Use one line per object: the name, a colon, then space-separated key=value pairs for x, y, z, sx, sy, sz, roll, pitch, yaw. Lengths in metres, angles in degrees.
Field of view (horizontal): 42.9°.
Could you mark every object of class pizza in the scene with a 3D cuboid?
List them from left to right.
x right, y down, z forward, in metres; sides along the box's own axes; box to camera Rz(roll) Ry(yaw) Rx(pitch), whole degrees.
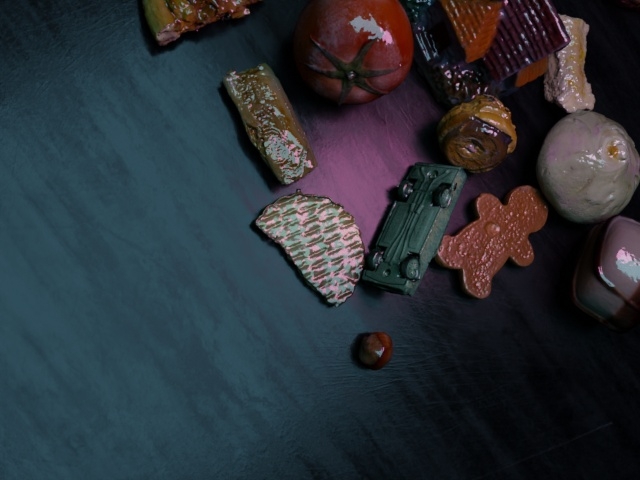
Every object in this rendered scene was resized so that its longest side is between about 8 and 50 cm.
pizza: x=-0.242 y=-0.588 z=1.763 sx=0.277 sy=0.114 sz=0.409 roll=31 pitch=78 yaw=-6

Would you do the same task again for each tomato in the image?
tomato: x=0.071 y=-0.433 z=1.763 sx=0.264 sy=0.265 sz=0.265 roll=2 pitch=83 yaw=-17

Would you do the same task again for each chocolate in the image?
chocolate: x=0.693 y=0.059 z=1.901 sx=0.186 sy=0.283 sz=0.284 roll=34 pitch=75 yaw=3

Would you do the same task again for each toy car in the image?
toy car: x=0.216 y=-0.025 z=1.820 sx=0.097 sy=0.141 sz=0.321 roll=39 pitch=71 yaw=-44

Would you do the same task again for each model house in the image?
model house: x=0.396 y=-0.503 z=1.826 sx=0.297 sy=0.339 sz=0.360 roll=-26 pitch=92 yaw=-20

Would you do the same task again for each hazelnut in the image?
hazelnut: x=0.124 y=0.244 z=1.795 sx=0.086 sy=0.086 sz=0.087 roll=2 pitch=83 yaw=-17

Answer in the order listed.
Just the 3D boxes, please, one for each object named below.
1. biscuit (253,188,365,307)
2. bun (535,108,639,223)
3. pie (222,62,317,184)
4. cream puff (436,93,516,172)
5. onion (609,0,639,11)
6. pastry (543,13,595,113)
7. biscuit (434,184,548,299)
biscuit: x=0.000 y=0.000 z=1.801 sx=0.187 sy=0.036 sz=0.273 roll=-42 pitch=96 yaw=-17
bun: x=0.659 y=-0.175 z=1.930 sx=0.283 sy=0.179 sz=0.283 roll=-1 pitch=92 yaw=-31
pie: x=-0.109 y=-0.258 z=1.780 sx=0.128 sy=0.068 sz=0.283 roll=-28 pitch=91 yaw=-19
cream puff: x=0.359 y=-0.251 z=1.869 sx=0.189 sy=0.189 sz=0.130 roll=23 pitch=52 yaw=-13
onion: x=0.841 y=-0.747 z=2.037 sx=0.336 sy=0.260 sz=0.282 roll=21 pitch=73 yaw=-13
pastry: x=0.611 y=-0.434 z=2.011 sx=0.121 sy=0.089 sz=0.259 roll=-1 pitch=85 yaw=-13
biscuit: x=0.416 y=-0.011 z=1.924 sx=0.324 sy=0.049 sz=0.205 roll=-44 pitch=98 yaw=-16
